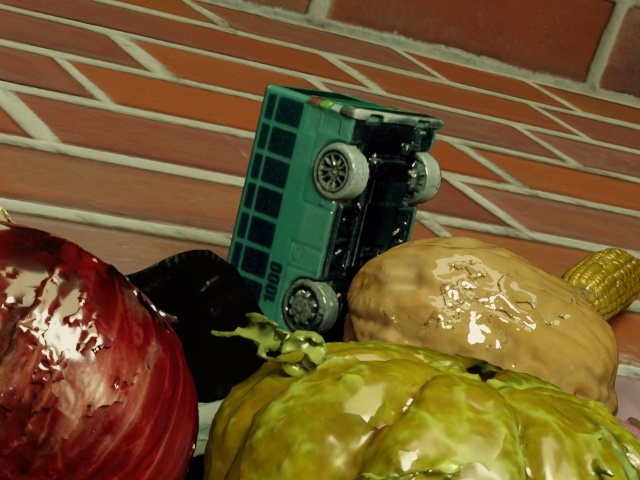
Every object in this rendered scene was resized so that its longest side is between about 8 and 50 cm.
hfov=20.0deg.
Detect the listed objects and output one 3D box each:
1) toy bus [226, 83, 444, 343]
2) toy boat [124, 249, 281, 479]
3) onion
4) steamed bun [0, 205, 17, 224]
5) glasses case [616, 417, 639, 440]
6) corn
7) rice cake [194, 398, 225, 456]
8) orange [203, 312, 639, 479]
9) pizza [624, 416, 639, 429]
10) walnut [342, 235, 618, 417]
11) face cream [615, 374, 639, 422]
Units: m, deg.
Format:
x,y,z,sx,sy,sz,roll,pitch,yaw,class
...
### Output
x,y,z,sx,sy,sz,roll,pitch,yaw,class
0.000,0.000,1.582,0.147,0.256,0.128,23,13,41,toy bus
-0.089,0.123,1.342,0.134,0.092,0.299,-18,33,-7,toy boat
-0.197,0.100,1.087,0.252,0.219,0.252,24,-29,14,onion
-0.311,0.016,1.391,0.231,0.110,0.212,19,32,-15,steamed bun
0.090,0.157,1.333,0.316,0.076,0.123,9,37,24,glasses case
0.325,0.056,2.118,0.080,0.080,0.238,24,16,15,corn
-0.111,0.133,1.224,0.180,0.030,0.042,-14,24,0,rice cake
0.069,0.179,1.098,0.300,0.223,0.301,24,9,34,orange
0.289,0.262,1.305,0.288,0.074,0.251,39,23,16,pizza
0.130,0.101,1.490,0.245,0.198,0.198,21,15,-4,walnut
0.314,0.182,1.673,0.154,0.096,0.274,24,2,28,face cream
